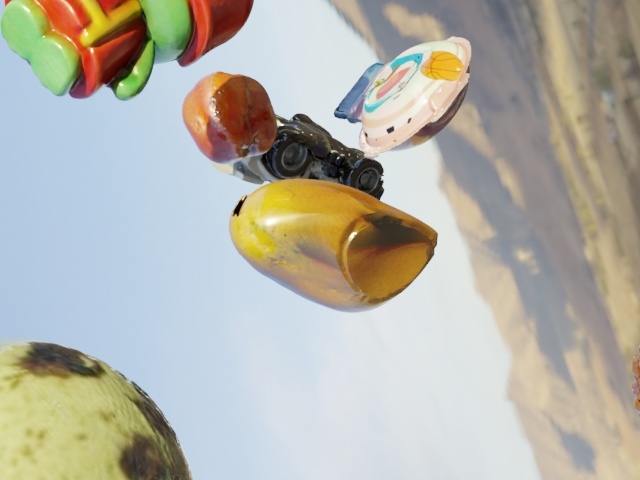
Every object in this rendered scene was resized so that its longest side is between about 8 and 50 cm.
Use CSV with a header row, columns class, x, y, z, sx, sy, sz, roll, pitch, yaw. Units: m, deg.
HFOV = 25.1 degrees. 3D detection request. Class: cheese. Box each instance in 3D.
class,x,y,z,sx,sy,sz,roll,pitch,yaw
cheese,0.098,-0.178,1.763,0.074,0.189,0.286,43,172,-23

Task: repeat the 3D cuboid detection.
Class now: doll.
class,x,y,z,sx,sy,sz,roll,pitch,yaw
doll,-0.162,-0.270,1.486,0.182,0.160,0.363,46,-136,8

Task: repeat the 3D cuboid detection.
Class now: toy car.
class,x,y,z,sx,sy,sz,roll,pitch,yaw
toy car,-0.033,-0.117,2.060,0.301,0.118,0.193,20,-170,-45

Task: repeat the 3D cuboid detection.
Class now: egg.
class,x,y,z,sx,sy,sz,roll,pitch,yaw
egg,-0.291,0.283,1.447,0.428,0.345,0.345,60,-167,-51

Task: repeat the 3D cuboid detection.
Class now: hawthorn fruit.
class,x,y,z,sx,sy,sz,roll,pitch,yaw
hawthorn fruit,-0.112,-0.154,1.824,0.128,0.128,0.128,-20,-90,-82

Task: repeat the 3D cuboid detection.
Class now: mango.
class,x,y,z,sx,sy,sz,roll,pitch,yaw
mango,0.000,0.000,1.625,0.236,0.136,0.166,17,-170,-46

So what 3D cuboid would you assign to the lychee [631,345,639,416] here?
class,x,y,z,sx,sy,sz,roll,pitch,yaw
lychee,0.396,0.142,1.288,0.200,0.238,0.200,10,-90,-71
